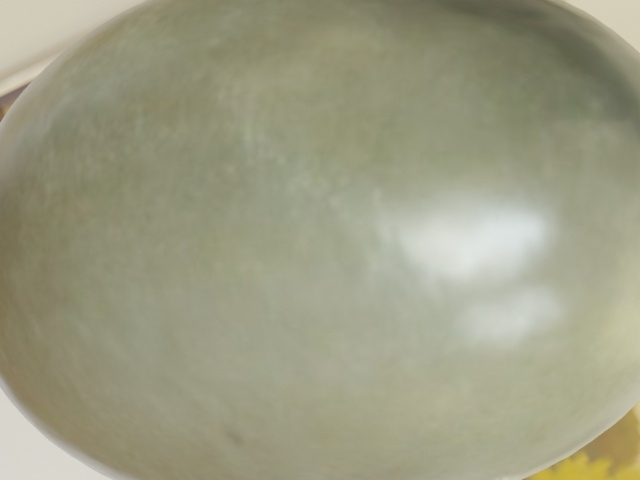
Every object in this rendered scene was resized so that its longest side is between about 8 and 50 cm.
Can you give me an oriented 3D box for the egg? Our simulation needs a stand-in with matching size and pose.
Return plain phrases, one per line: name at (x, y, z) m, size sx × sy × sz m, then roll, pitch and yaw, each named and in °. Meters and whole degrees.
egg at (0.000, 0.000, 0.770) m, size 0.258 × 0.352 × 0.258 m, roll -3°, pitch 90°, yaw -71°
